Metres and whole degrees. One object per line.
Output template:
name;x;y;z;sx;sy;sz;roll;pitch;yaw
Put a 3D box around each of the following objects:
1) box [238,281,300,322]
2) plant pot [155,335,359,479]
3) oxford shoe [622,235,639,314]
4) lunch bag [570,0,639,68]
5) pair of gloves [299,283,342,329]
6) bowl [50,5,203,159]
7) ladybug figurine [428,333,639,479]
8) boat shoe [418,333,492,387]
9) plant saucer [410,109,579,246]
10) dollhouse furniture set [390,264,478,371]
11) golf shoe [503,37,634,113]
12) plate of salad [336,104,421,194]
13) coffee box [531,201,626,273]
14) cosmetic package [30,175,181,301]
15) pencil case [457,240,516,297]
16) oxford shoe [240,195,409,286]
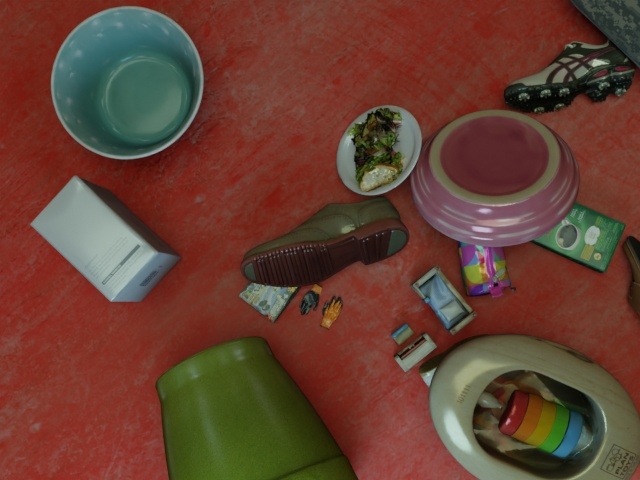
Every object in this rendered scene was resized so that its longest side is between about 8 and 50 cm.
box;-0.093;0.091;1.864;0.094;0.027;0.137;38;89;6
plant pot;-0.148;0.388;1.711;0.366;0.366;0.353;-25;73;2
oxford shoe;0.652;0.095;1.799;0.076;0.076;0.212;-30;70;41
lunch bag;0.689;-0.515;1.767;0.305;0.212;0.256;45;66;6
pair of gloves;0.001;0.138;1.863;0.083;0.010;0.074;30;89;6
bowl;-0.381;-0.311;1.843;0.311;0.163;0.311;0;87;4
ladybug figurine;0.414;0.340;1.725;0.449;0.162;0.305;27;93;-6
boat shoe;0.286;0.250;1.818;0.170;0.063;0.059;-26;108;1
plant saucer;0.340;-0.142;1.745;0.332;0.084;0.332;-5;52;7
dollhouse furniture set;0.202;0.158;1.789;0.184;0.129;0.129;-39;84;0
golf shoe;0.504;-0.340;1.833;0.273;0.105;0.120;-11;70;-3
plate of salad;0.113;-0.190;1.823;0.200;0.048;0.200;-12;67;30
coffee box;0.520;-0.020;1.826;0.184;0.040;0.113;23;87;5
cosmetic package;-0.427;0.003;1.792;0.225;0.224;0.138;44;89;6
pencil case;0.326;0.002;1.809;0.104;0.104;0.236;-12;84;3
oxford shoe;0.000;0.000;1.826;0.348;0.123;0.130;-13;49;-7
